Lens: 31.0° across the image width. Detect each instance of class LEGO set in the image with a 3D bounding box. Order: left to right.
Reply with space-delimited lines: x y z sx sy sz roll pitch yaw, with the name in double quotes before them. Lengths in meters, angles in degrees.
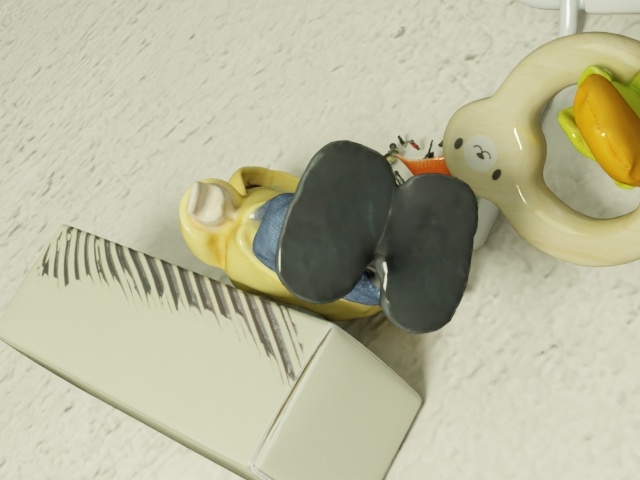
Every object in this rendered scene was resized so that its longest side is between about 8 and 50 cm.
"LEGO set" 0.068 -0.045 0.768 0.054 0.023 0.083 -37 31 8

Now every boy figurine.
"boy figurine" 0.000 0.000 0.692 0.285 0.177 0.092 -170 97 -76

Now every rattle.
"rattle" 0.094 -0.031 0.604 0.199 0.130 0.143 -2 28 35

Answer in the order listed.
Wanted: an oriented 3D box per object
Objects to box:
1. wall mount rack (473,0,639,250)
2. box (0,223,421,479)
"wall mount rack" 0.203 -0.138 0.657 0.350 0.130 0.304 10 105 43
"box" -0.080 0.078 0.728 0.275 0.113 0.094 17 71 43
